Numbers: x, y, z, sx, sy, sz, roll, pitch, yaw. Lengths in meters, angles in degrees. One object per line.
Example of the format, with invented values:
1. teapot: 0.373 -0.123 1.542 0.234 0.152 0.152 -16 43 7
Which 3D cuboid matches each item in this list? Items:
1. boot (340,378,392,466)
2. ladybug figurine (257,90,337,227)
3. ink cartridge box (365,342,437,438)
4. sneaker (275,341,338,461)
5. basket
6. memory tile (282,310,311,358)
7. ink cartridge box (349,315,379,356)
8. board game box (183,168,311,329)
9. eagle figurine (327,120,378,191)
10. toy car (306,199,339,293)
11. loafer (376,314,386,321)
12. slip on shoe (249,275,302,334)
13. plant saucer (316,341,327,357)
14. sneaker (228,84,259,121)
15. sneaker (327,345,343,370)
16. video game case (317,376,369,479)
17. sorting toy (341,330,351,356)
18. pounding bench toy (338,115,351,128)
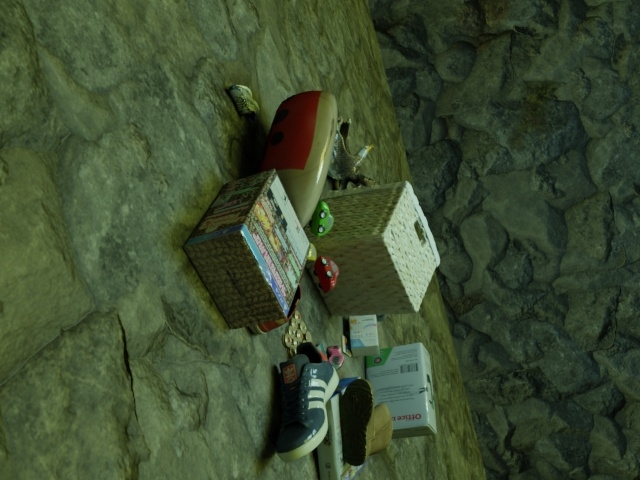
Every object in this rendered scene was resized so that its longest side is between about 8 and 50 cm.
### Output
1. boot: 0.137 0.491 1.708 0.269 0.089 0.236 13 84 -67
2. ladybug figurine: -0.070 -0.231 1.643 0.305 0.161 0.450 125 -20 -55
3. ink cartridge box: 0.271 0.517 2.079 0.121 0.211 0.289 53 30 -49
4. sneaker: -0.055 0.369 1.458 0.148 0.131 0.350 62 17 -15
5. basket: 0.145 0.035 1.877 0.328 0.331 0.266 63 39 -30
6. memory tile: -0.062 0.268 1.649 0.148 0.012 0.113 -66 137 -61
7. ink cartridge box: 0.144 0.302 2.030 0.090 0.092 0.143 74 11 -58
8. board game box: -0.152 0.014 1.393 0.291 0.141 0.232 -71 142 -56
9. eagle figurine: 0.093 -0.305 2.267 0.298 0.225 0.226 50 -28 13
10. toy car: 0.000 0.000 1.649 0.239 0.053 0.225 37 -57 56
11. loafer: 0.205 0.179 2.299 0.087 0.094 0.251 2 75 -65
12. slip on shoe: -0.090 0.124 1.546 0.331 0.101 0.123 -61 131 -64
13. plant saucer: 0.015 0.394 1.759 0.067 0.018 0.192 -28 103 -69
14. sneaker: -0.204 -0.370 1.653 0.135 0.052 0.058 42 42 -56
15. sneaker: 0.046 0.360 1.810 0.119 0.047 0.057 -91 177 -72
16. video game case: 0.060 0.529 1.690 0.269 0.061 0.245 -1 84 -69
17. sorting toy: 0.086 0.333 1.996 0.062 0.012 0.083 44 37 -55
18. pounding bench toy: 0.079 -0.454 2.413 0.065 0.083 0.052 -77 147 -53
